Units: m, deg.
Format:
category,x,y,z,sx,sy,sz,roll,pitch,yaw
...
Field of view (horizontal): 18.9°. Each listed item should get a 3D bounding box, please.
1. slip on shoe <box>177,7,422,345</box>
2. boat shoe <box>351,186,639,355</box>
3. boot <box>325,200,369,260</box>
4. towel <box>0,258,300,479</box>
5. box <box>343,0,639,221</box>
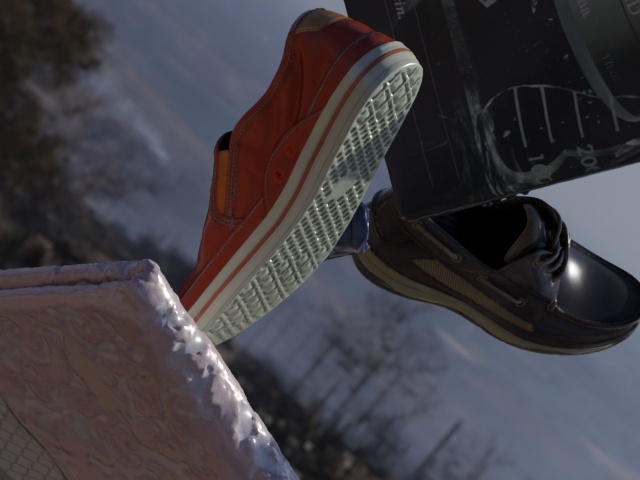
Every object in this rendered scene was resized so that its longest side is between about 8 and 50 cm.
category,x,y,z,sx,sy,sz,roll,pitch,yaw
slip on shoe,-0.038,-0.039,1.484,0.101,0.331,0.123,44,35,19
boat shoe,0.209,0.026,2.088,0.355,0.130,0.132,16,55,-19
boot,0.000,0.000,1.653,0.086,0.069,0.190,-2,-3,1
towel,-0.163,0.155,1.492,0.317,0.053,0.332,-4,-51,40
box,0.274,-0.308,1.820,0.297,0.472,0.479,-15,90,-66
